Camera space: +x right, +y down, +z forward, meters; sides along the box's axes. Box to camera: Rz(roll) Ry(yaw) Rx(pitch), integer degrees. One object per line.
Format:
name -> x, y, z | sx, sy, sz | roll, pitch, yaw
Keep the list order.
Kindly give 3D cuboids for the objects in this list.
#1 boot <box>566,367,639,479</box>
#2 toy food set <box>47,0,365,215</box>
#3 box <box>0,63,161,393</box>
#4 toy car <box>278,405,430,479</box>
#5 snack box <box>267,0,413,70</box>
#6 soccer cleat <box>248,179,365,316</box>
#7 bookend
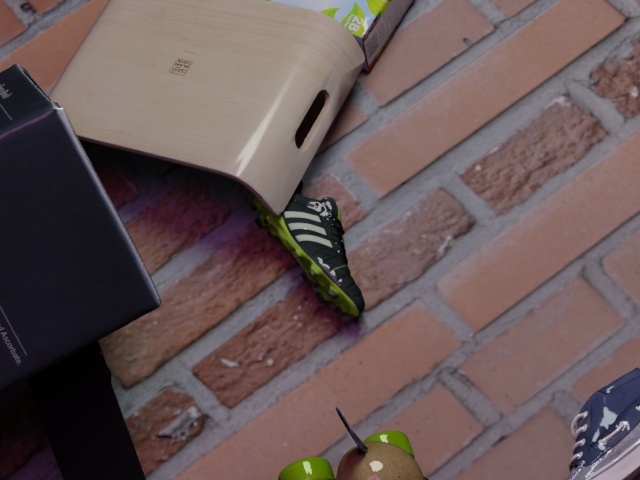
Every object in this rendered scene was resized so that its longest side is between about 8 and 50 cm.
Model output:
boot -> 0.251, 0.198, 1.653 | 0.190, 0.069, 0.086 | -33, 54, -20
toy food set -> -0.134, -0.150, 1.885 | 0.306, 0.092, 0.219 | 14, 59, 25
box -> -0.386, 0.031, 1.671 | 0.395, 0.212, 0.293 | -29, 18, -8
toy car -> 0.035, 0.229, 1.588 | 0.149, 0.188, 0.155 | -19, 60, -3
snack box -> 0.024, -0.305, 1.957 | 0.174, 0.070, 0.207 | 24, 68, 20
soccer cleat -> 0.000, 0.000, 1.797 | 0.072, 0.060, 0.179 | -33, 59, -12
bookend -> -0.221, 0.156, 1.721 | 0.072, 0.156, 0.157 | -18, 104, -2
